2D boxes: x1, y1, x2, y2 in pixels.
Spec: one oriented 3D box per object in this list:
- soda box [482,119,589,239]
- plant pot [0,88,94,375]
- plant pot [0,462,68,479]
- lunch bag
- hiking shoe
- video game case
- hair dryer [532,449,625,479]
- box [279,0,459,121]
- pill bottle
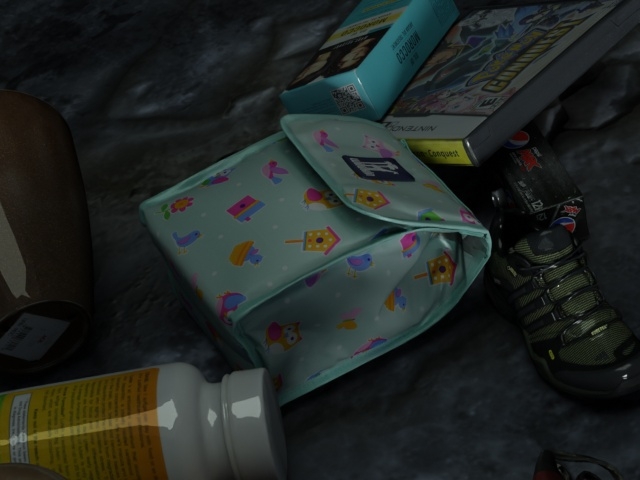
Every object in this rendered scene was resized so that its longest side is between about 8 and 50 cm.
[{"bbox_3d":[0.203,-0.062,1.665,0.060,0.053,0.169,-19,40,-4],"label":"soda box"},{"bbox_3d":[-0.308,0.010,1.651,0.215,0.215,0.230,-22,54,-8],"label":"plant pot"},{"bbox_3d":[-0.215,0.292,1.251,0.263,0.229,0.263,-10,40,8],"label":"plant pot"},{"bbox_3d":[0.000,0.000,1.569,0.262,0.160,0.223,-29,40,-11],"label":"lunch bag"},{"bbox_3d":[0.204,0.048,1.489,0.086,0.114,0.227,-28,41,-14],"label":"hiking shoe"},{"bbox_3d":[0.158,-0.165,1.750,0.275,0.035,0.248,-41,25,-27],"label":"video game case"},{"bbox_3d":[0.166,0.228,1.212,0.293,0.080,0.223,10,16,-39],"label":"hair dryer"},{"bbox_3d":[0.055,-0.199,1.818,0.100,0.060,0.244,-15,25,34],"label":"box"},{"bbox_3d":[-0.157,0.177,1.436,0.245,0.136,0.136,-10,40,6],"label":"pill bottle"}]
